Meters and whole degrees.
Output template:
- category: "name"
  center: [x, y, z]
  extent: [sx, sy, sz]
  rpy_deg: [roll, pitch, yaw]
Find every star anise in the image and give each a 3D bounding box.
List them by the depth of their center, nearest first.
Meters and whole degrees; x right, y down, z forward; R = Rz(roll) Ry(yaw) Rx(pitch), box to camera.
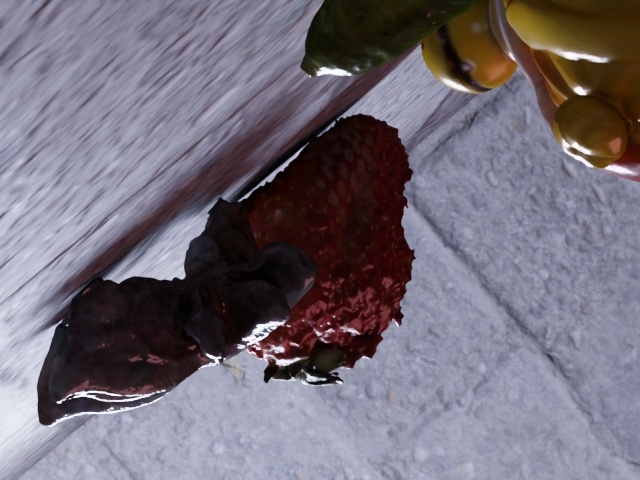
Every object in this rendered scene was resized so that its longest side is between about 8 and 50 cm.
- category: "star anise"
  center: [-0.109, 0.051, 1.381]
  extent: [0.257, 0.111, 0.198]
  rpy_deg: [-31, -170, -27]

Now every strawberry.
- category: "strawberry"
  center: [-0.007, 0.000, 1.567]
  extent: [0.175, 0.236, 0.107]
  rpy_deg: [-2, 168, 2]

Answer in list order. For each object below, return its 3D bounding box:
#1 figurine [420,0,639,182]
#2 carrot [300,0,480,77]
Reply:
- category: "figurine"
  center: [0.207, -0.143, 0.992]
  extent: [0.320, 0.196, 0.323]
  rpy_deg: [-32, -160, 21]
- category: "carrot"
  center: [0.117, -0.185, 0.860]
  extent: [0.358, 0.074, 0.074]
  rpy_deg: [-38, 179, 26]
